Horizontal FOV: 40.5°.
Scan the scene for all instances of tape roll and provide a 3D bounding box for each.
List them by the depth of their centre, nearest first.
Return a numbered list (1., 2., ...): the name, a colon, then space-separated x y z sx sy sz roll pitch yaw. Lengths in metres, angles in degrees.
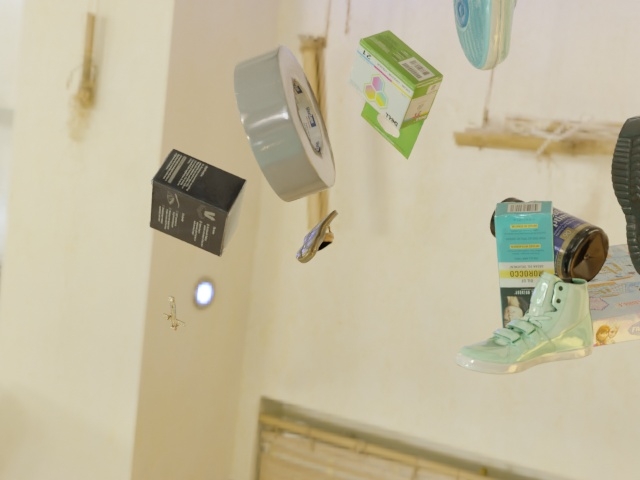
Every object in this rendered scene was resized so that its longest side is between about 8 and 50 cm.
1. tape roll: -0.049 -0.170 1.271 0.072 0.219 0.219 -18 0 12

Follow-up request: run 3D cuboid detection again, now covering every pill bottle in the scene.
1. pill bottle: 0.444 -0.006 1.709 0.122 0.123 0.219 2 20 -39

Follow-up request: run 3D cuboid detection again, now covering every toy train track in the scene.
1. toy train track: -0.267 0.134 1.558 0.048 0.083 0.014 21 43 19

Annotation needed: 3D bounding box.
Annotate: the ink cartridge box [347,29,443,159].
1. ink cartridge box: 0.153 -0.321 2.001 0.097 0.255 0.189 -25 59 -35

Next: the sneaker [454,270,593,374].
1. sneaker: 0.327 0.127 1.408 0.255 0.151 0.094 -8 12 -22

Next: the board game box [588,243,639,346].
1. board game box: 0.623 0.108 1.856 0.318 0.066 0.318 -7 23 -15

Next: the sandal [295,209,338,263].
1. sandal: 0.000 0.000 1.807 0.049 0.072 0.180 44 34 -12

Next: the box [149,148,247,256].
1. box: -0.237 -0.070 1.666 0.158 0.093 0.156 24 -35 3

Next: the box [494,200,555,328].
1. box: 0.371 0.052 1.562 0.100 0.244 0.060 -2 25 17

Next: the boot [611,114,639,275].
1. boot: 0.429 -0.065 1.054 0.137 0.198 0.076 -19 19 -30

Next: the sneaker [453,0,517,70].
1. sneaker: 0.302 -0.407 1.241 0.208 0.319 0.127 -4 11 -15
